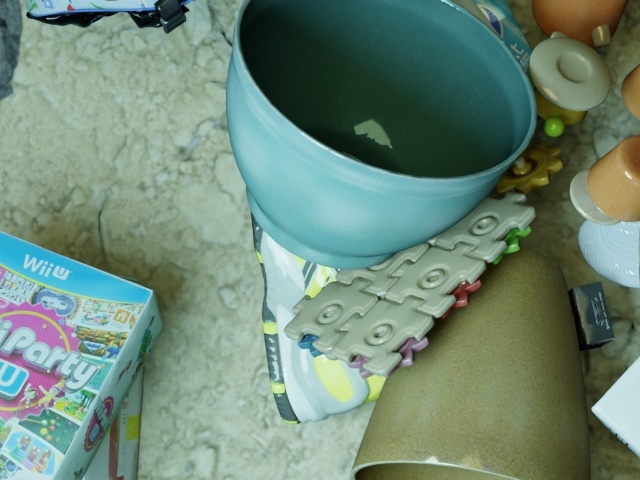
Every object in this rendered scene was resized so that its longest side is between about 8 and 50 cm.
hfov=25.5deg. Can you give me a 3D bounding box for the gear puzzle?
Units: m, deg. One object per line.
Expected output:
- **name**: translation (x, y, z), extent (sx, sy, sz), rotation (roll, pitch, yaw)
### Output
- **gear puzzle**: translation (0.122, 0.012, 1.425), extent (0.339, 0.044, 0.175), rotation (-45, 35, -22)

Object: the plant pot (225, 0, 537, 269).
- **plant pot**: translation (0.034, -0.097, 1.363), extent (0.293, 0.293, 0.196), rotation (40, 135, 15)

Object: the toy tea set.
- **toy tea set**: translation (0.293, -0.159, 1.453), extent (0.200, 0.124, 0.336), rotation (25, 57, -1)

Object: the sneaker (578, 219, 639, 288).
- **sneaker**: translation (0.404, -0.029, 1.449), extent (0.268, 0.153, 0.101), rotation (-18, 95, 45)

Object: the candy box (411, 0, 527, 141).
- **candy box**: translation (0.099, -0.170, 1.507), extent (0.196, 0.070, 0.165), rotation (-46, 69, 32)

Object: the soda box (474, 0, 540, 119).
- **soda box**: translation (0.182, -0.225, 1.539), extent (0.067, 0.071, 0.210), rotation (-28, 77, 8)

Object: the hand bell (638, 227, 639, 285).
- **hand bell**: translation (0.424, 0.012, 1.296), extent (0.242, 0.126, 0.126), rotation (0, 82, 2)

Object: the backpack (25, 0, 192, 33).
- **backpack**: translation (-0.214, -0.341, 1.550), extent (0.263, 0.276, 0.213), rotation (-8, 110, 31)

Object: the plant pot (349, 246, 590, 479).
- **plant pot**: translation (0.168, 0.141, 1.430), extent (0.237, 0.237, 0.254), rotation (6, 67, 14)

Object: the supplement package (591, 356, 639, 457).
- **supplement package**: translation (0.408, 0.168, 1.391), extent (0.203, 0.149, 0.194), rotation (43, 92, 15)

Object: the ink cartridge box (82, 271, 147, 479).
- **ink cartridge box**: translation (-0.356, 0.223, 1.558), extent (0.279, 0.160, 0.385), rotation (1, 82, 13)

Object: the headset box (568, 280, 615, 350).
- **headset box**: translation (0.278, 0.079, 1.466), extent (0.032, 0.083, 0.062), rotation (-11, 79, -3)

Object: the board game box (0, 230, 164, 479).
- **board game box**: translation (-0.321, 0.155, 1.380), extent (0.224, 0.097, 0.303), rotation (20, 65, 12)

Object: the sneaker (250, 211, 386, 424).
- **sneaker**: translation (0.000, 0.000, 1.533), extent (0.147, 0.145, 0.385), rotation (-7, 88, -1)
